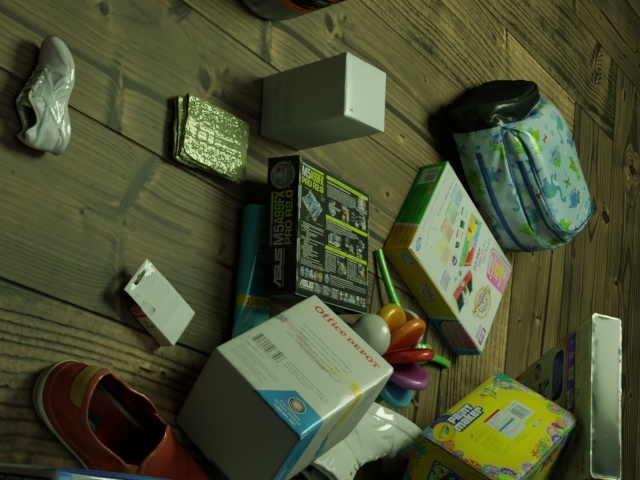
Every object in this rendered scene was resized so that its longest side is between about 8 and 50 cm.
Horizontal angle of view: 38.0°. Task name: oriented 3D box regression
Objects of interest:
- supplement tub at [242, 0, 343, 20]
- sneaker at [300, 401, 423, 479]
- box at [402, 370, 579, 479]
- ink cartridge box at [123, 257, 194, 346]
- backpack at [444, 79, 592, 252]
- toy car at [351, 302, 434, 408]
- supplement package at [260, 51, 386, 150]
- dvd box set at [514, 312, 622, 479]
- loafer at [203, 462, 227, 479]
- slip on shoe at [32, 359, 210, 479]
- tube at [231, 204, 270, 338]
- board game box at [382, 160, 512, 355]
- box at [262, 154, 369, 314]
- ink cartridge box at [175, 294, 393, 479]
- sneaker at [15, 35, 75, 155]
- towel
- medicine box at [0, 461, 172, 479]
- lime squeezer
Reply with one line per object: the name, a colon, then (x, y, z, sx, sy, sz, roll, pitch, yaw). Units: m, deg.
supplement tub: (0.027, -0.479, 1.442, 0.207, 0.338, 0.207, 10, 76, -48)
sneaker: (0.056, 0.351, 1.538, 0.292, 0.108, 0.169, 32, 62, -32)
box: (0.280, 0.432, 1.638, 0.290, 0.177, 0.279, -22, 134, -50)
ink cartridge box: (-0.229, 0.086, 1.285, 0.115, 0.029, 0.063, 54, 48, -29)
backpack: (0.426, -0.145, 1.971, 0.290, 0.273, 0.356, -34, 123, -54)
toy car: (0.129, 0.207, 1.592, 0.159, 0.136, 0.182, -4, 113, -52)
supplement package: (0.003, -0.220, 1.496, 0.105, 0.179, 0.105, 17, 72, -48)
dvd box set: (0.467, 0.360, 1.815, 0.062, 0.420, 0.308, 12, 62, -5)
loafer: (-0.121, 0.319, 1.361, 0.056, 0.050, 0.148, 56, 46, -29)
slip on shoe: (-0.231, 0.276, 1.198, 0.331, 0.101, 0.123, 56, 45, -30)
tube: (-0.102, 0.050, 1.435, 0.080, 0.052, 0.207, 11, 80, -43)
board game box: (0.263, 0.039, 1.859, 0.316, 0.064, 0.242, 54, 47, -30)
box: (0.000, 0.000, 1.506, 0.270, 0.060, 0.216, 22, 67, -62)
ink cartridge box: (-0.048, 0.222, 1.326, 0.171, 0.168, 0.232, 43, 37, 19)
sneaker: (-0.347, -0.186, 1.168, 0.061, 0.053, 0.152, 8, 79, -47)
towel: (-0.165, -0.152, 1.403, 0.148, 0.027, 0.110, 19, 69, -46)
medicine box: (-0.308, 0.362, 0.940, 0.149, 0.289, 0.264, 21, 69, -47)
lime squeezer: (0.173, 0.161, 1.738, 0.310, 0.058, 0.110, 57, 46, -27)
